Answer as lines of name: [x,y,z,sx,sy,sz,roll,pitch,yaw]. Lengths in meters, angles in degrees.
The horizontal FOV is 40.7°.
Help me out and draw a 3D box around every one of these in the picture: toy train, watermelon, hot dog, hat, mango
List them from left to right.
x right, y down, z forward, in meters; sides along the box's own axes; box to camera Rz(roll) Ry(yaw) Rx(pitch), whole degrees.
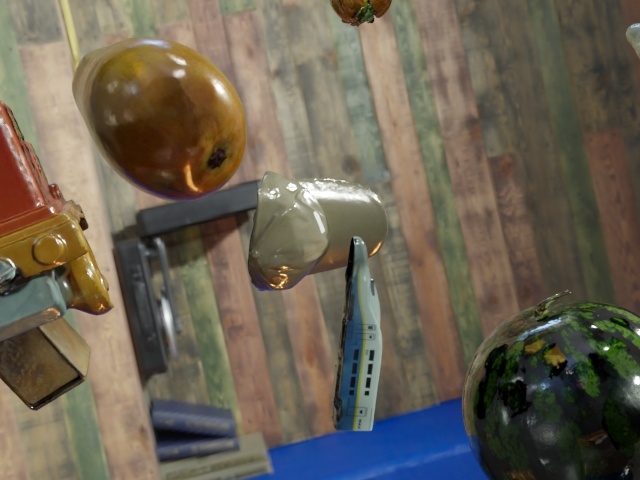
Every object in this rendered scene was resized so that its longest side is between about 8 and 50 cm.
toy train: [-0.316,-0.014,0.843,0.369,0.163,0.231,-161,-128,-74]
mango: [-0.211,-0.158,1.087,0.211,0.173,0.317,47,-10,-37]
hat: [0.000,0.000,1.122,0.144,0.173,0.166,-78,170,-64]
hot dog: [0.027,-0.311,0.932,0.055,0.072,0.188,141,-64,-69]
toy train: [0.048,0.110,1.024,0.052,0.051,0.233,-111,-154,-74]
watermelon: [0.290,0.196,1.009,0.269,0.269,0.269,167,-90,-81]

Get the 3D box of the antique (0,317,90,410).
antique: [-0.440,0.082,1.158,0.310,0.093,0.087,56,6,-26]

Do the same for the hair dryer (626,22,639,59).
hair dryer: [0.356,-0.114,0.649,0.075,0.237,0.206,-66,176,14]
